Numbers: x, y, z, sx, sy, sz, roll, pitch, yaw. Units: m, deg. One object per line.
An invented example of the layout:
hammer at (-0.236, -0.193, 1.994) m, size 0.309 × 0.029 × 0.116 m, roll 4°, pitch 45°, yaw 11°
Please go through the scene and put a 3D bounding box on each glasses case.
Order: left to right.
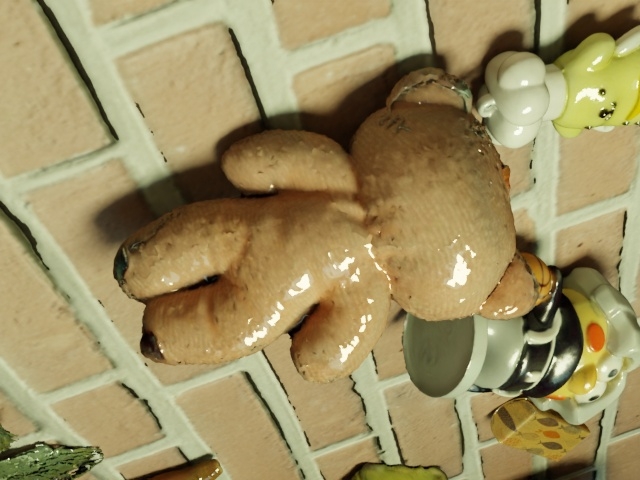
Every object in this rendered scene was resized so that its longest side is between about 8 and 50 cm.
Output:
glasses case at (0.288, 0.245, 1.458) m, size 0.064 × 0.041 × 0.170 m, roll -45°, pitch 141°, yaw 17°

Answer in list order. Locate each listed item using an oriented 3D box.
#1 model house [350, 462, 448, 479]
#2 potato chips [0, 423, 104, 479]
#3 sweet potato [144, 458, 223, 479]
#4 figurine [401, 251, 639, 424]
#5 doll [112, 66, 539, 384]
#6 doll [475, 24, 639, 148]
model house at (0.076, 0.433, 1.487) m, size 0.174 × 0.193 × 0.234 m, roll 6°, pitch 140°, yaw -38°
potato chips at (-0.333, 0.229, 1.112) m, size 0.202 × 0.029 × 0.220 m, roll -16°, pitch 150°, yaw 0°
sweet potato at (-0.248, 0.335, 1.239) m, size 0.314 × 0.072 × 0.066 m, roll -32°, pitch 172°, yaw -18°
figurine at (0.216, 0.093, 1.106) m, size 0.236 × 0.133 × 0.176 m, roll 9°, pitch 128°, yaw -30°
doll at (0.000, 0.000, 0.850) m, size 0.303 × 0.201 × 0.156 m, roll -17°, pitch -174°, yaw 8°
doll at (0.193, -0.113, 0.842) m, size 0.162 × 0.062 × 0.106 m, roll -10°, pitch 142°, yaw -13°
